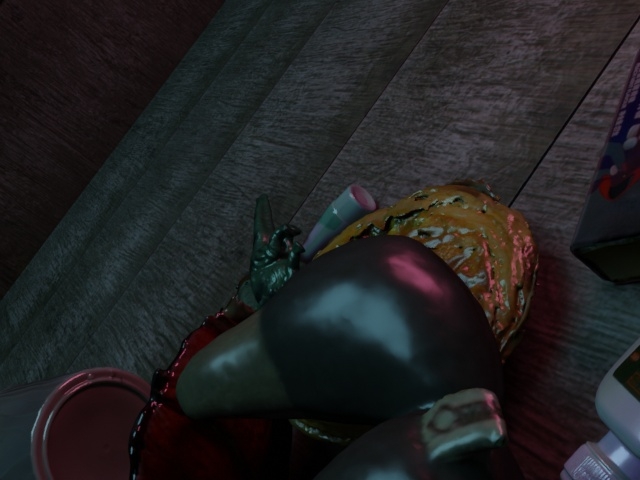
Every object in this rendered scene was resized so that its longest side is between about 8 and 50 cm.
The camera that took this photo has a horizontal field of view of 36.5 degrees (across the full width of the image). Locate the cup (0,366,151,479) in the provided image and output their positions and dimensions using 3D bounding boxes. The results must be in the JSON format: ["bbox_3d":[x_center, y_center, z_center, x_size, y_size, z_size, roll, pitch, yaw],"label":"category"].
[{"bbox_3d":[-0.349,0.309,1.260,0.273,0.208,0.288,-22,36,47],"label":"cup"}]

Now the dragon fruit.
[{"bbox_3d":[-0.096,0.227,0.896,0.100,0.282,0.343,8,71,19],"label":"dragon fruit"}]

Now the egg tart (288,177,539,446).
[{"bbox_3d":[0.086,0.072,0.911,0.297,0.132,0.297,-25,38,22],"label":"egg tart"}]

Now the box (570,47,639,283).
[{"bbox_3d":[0.292,-0.076,0.798,0.120,0.069,0.224,-16,42,53],"label":"box"}]

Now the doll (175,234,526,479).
[{"bbox_3d":[-0.018,0.213,0.693,0.382,0.252,0.378,-22,30,16],"label":"doll"}]

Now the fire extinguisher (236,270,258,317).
[{"bbox_3d":[-0.082,0.084,1.290,0.062,0.050,0.177,-23,28,5],"label":"fire extinguisher"}]

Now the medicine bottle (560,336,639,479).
[{"bbox_3d":[0.249,0.093,0.620,0.219,0.078,0.115,-49,25,7],"label":"medicine bottle"}]

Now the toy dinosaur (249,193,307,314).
[{"bbox_3d":[-0.041,0.021,1.208,0.120,0.079,0.292,-38,46,30],"label":"toy dinosaur"}]

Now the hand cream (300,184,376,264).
[{"bbox_3d":[0.000,0.000,1.268,0.174,0.047,0.076,-45,6,29],"label":"hand cream"}]
